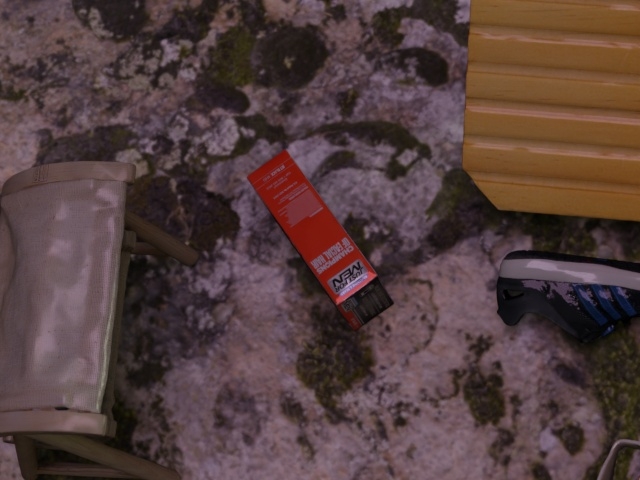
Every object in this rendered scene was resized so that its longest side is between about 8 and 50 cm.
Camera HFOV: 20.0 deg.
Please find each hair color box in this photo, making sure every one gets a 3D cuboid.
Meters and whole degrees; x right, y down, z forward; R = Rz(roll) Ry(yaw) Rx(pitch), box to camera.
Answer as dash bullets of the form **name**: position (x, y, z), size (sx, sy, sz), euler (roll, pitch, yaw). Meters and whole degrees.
- **hair color box**: position (0.000, 0.000, 1.798), size (0.053, 0.093, 0.167), euler (-36, 67, -1)

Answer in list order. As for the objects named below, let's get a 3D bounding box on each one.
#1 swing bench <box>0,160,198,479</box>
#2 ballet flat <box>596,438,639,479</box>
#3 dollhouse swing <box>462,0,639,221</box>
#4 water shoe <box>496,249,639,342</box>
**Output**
- **swing bench**: position (-0.233, 0.085, 1.730), size (0.165, 0.255, 0.253), euler (1, 71, 13)
- **ballet flat**: position (0.327, 0.189, 1.658), size (0.106, 0.107, 0.316), euler (30, 78, 34)
- **dollhouse swing**: position (0.299, -0.109, 1.590), size (0.305, 0.347, 0.315), euler (-1, 27, -5)
- **water shoe**: position (0.270, 0.060, 1.743), size (0.203, 0.073, 0.080), euler (9, 99, 15)
